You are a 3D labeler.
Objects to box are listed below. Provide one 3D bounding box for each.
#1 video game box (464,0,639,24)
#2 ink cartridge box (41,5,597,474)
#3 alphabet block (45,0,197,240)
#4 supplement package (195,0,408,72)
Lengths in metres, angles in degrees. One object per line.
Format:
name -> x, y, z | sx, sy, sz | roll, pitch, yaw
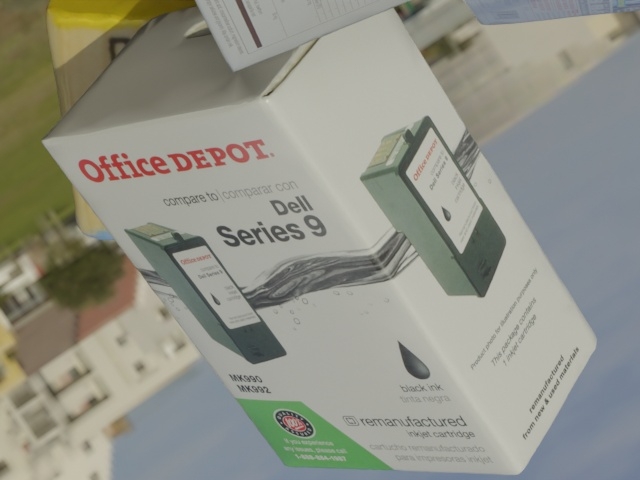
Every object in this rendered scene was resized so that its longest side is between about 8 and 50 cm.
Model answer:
video game box -> 0.168, -0.155, 0.895 | 0.187, 0.048, 0.205 | -2, 180, 10
ink cartridge box -> 0.000, 0.000, 1.008 | 0.211, 0.289, 0.121 | -6, -143, 46
alphabet block -> -0.080, -0.128, 1.230 | 0.193, 0.197, 0.192 | 2, -140, 6
supplement package -> 0.040, -0.196, 0.703 | 0.244, 0.134, 0.139 | -22, 160, 1
